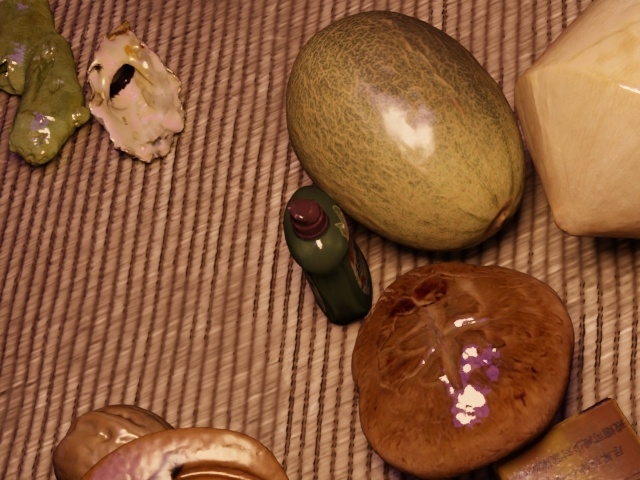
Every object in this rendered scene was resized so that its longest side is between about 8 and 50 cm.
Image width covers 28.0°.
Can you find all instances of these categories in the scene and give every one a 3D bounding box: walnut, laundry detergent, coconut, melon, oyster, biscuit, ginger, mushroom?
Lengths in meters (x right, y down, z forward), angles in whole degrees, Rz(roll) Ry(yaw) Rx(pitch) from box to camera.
[{"bbox_3d":[-0.227,0.258,1.479,0.162,0.140,0.140,5,63,35],"label":"walnut"},{"bbox_3d":[0.000,0.000,1.502,0.078,0.222,0.144,-19,58,7],"label":"laundry detergent"},{"bbox_3d":[0.361,-0.130,1.427,0.329,0.329,0.329,-7,61,12],"label":"coconut"},{"bbox_3d":[0.101,-0.128,1.532,0.248,0.248,0.329,-38,68,-7],"label":"melon"},{"bbox_3d":[-0.263,-0.198,1.782,0.133,0.072,0.209,-36,78,-12],"label":"oyster"},{"bbox_3d":[-0.120,0.381,1.356,0.314,0.063,0.367,-7,78,-2],"label":"biscuit"},{"bbox_3d":[-0.412,-0.231,1.830,0.137,0.089,0.290,-21,62,-17],"label":"ginger"},{"bbox_3d":[0.149,0.135,1.430,0.278,0.146,0.278,-12,49,14],"label":"mushroom"}]

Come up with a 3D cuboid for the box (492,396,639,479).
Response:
[{"bbox_3d":[0.300,0.304,1.342,0.159,0.071,0.240,-26,58,-2],"label":"box"}]
